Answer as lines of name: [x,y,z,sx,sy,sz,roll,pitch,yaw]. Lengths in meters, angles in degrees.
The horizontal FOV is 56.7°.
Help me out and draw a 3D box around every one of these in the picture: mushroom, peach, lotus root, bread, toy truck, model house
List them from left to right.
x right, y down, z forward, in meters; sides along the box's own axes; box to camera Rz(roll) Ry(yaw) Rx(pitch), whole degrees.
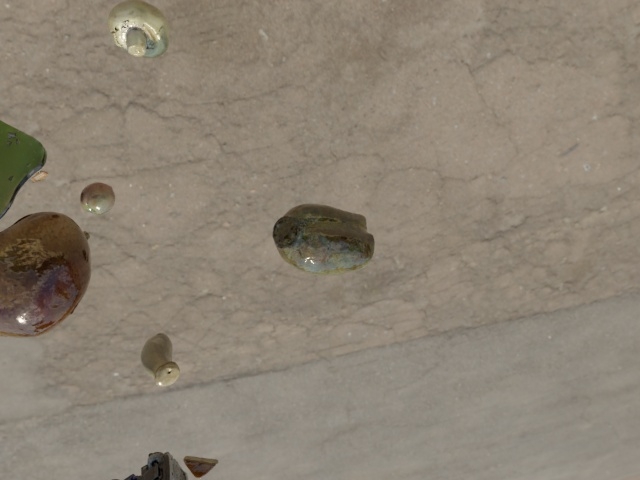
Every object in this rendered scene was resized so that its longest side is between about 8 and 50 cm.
model house: [-0.842,-0.138,1.541,0.207,0.294,0.154,28,160,5]
mushroom: [-0.571,0.067,1.201,0.195,0.283,0.263,12,128,2]
peach: [-0.546,-0.104,1.454,0.083,0.083,0.083,-9,145,-7]
mushroom: [-0.453,-0.520,1.479,0.154,0.123,0.154,3,154,1]
toy truck: [-0.442,0.651,1.447,0.268,0.124,0.155,-33,120,1]
mushroom: [-0.524,0.389,1.922,0.108,0.247,0.096,-8,110,-20]
bread: [-0.372,0.702,1.829,0.108,0.062,0.043,7,180,-5]
lotus root: [0.000,0.000,1.977,0.346,0.251,0.250,10,140,-46]
